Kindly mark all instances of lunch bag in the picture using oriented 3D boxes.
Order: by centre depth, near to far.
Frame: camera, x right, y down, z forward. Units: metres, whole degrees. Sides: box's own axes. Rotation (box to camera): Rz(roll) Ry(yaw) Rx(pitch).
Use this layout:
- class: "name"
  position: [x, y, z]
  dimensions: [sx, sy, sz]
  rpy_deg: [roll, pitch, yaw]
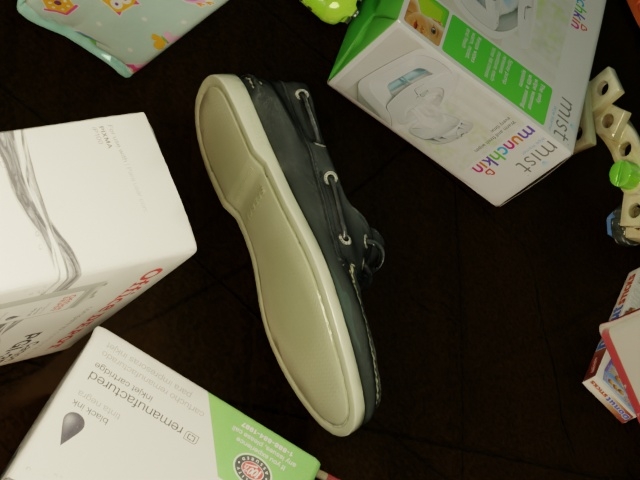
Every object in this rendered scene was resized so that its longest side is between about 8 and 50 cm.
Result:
- class: "lunch bag"
  position: [-0.132, -0.309, 1.380]
  dimensions: [0.160, 0.223, 0.262]
  rpy_deg: [32, 47, -28]

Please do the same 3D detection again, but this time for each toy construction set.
- class: "toy construction set"
  position: [0.398, -0.086, 1.734]
  dimensions: [0.327, 0.151, 0.215]
  rpy_deg: [12, 82, -25]

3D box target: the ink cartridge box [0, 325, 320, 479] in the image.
- class: "ink cartridge box"
  position: [-0.147, 0.229, 1.107]
  dimensions: [0.198, 0.115, 0.273]
  rpy_deg: [32, 48, -7]

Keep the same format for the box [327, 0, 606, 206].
- class: "box"
  position: [0.157, -0.208, 1.629]
  dimensions: [0.231, 0.127, 0.262]
  rpy_deg: [35, 47, -16]

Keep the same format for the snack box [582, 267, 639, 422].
- class: "snack box"
  position: [0.326, 0.107, 1.650]
  dimensions: [0.064, 0.022, 0.178]
  rpy_deg: [45, 45, -12]

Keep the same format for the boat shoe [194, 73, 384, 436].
- class: "boat shoe"
  position: [-0.002, 0.002, 1.373]
  dimensions: [0.113, 0.127, 0.340]
  rpy_deg: [-11, 63, -30]

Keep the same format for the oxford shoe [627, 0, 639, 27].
- class: "oxford shoe"
  position: [0.484, -0.244, 1.948]
  dimensions: [0.364, 0.130, 0.133]
  rpy_deg: [57, 12, 13]

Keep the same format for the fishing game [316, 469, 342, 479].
- class: "fishing game"
  position: [-0.029, 0.279, 1.246]
  dimensions: [0.189, 0.041, 0.264]
  rpy_deg: [30, 47, -22]

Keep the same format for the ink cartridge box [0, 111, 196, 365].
- class: "ink cartridge box"
  position: [-0.258, 0.017, 1.094]
  dimensions: [0.283, 0.207, 0.117]
  rpy_deg: [-12, 75, -43]

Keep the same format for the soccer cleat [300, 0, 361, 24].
- class: "soccer cleat"
  position: [0.037, -0.301, 1.600]
  dimensions: [0.072, 0.060, 0.179]
  rpy_deg: [33, 72, -11]

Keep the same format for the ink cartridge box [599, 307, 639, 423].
- class: "ink cartridge box"
  position: [0.506, 0.148, 1.661]
  dimensions: [0.384, 0.160, 0.279]
  rpy_deg: [-17, 80, -46]
